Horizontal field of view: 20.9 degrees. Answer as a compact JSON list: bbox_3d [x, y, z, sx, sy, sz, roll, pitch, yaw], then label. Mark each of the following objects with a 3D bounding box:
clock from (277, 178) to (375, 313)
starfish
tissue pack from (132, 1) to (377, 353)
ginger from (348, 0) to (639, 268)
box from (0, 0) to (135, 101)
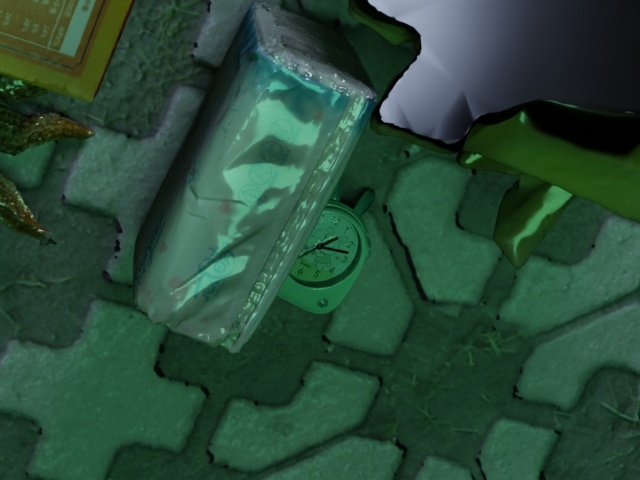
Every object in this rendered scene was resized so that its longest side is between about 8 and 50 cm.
[{"bbox_3d":[0.000,0.000,1.679,0.101,0.041,0.135,30,104,-23],"label":"clock"},{"bbox_3d":[-0.338,-0.089,1.522,0.293,0.084,0.301,8,126,-23],"label":"starfish"},{"bbox_3d":[-0.064,-0.060,1.547,0.124,0.201,0.271,23,108,-11],"label":"tissue pack"},{"bbox_3d":[0.161,-0.190,1.529,0.358,0.211,0.413,-13,80,-20],"label":"ginger"},{"bbox_3d":[-0.227,-0.301,1.361,0.214,0.259,0.283,19,110,-19],"label":"box"}]
